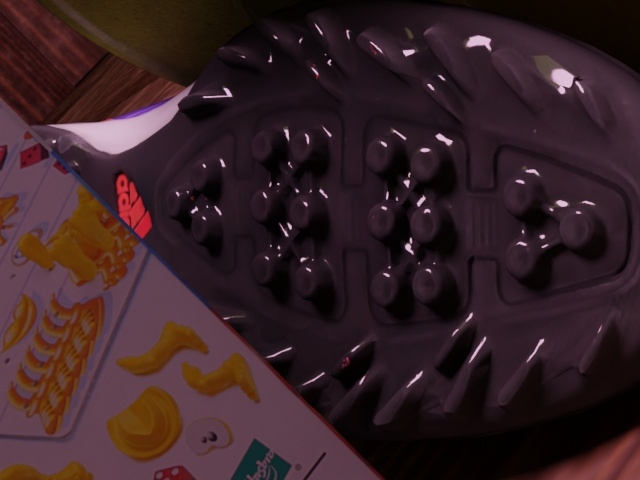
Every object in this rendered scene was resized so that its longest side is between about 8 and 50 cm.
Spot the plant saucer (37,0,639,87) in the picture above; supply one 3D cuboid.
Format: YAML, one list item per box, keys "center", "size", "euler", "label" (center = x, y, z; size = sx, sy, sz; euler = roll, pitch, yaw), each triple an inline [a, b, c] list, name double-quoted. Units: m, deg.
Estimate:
- center: [0.012, -0.073, 0.442]
  size: [0.241, 0.241, 0.037]
  euler: [-18, 58, 63]
  label: "plant saucer"

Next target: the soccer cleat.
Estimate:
- center: [0.000, 0.000, 0.485]
  size: [0.116, 0.108, 0.318]
  euler: [1, -5, -39]
  label: "soccer cleat"

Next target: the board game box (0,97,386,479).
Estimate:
- center: [-0.136, 0.032, 0.386]
  size: [0.144, 0.275, 0.142]
  euler: [-50, 14, -26]
  label: "board game box"
